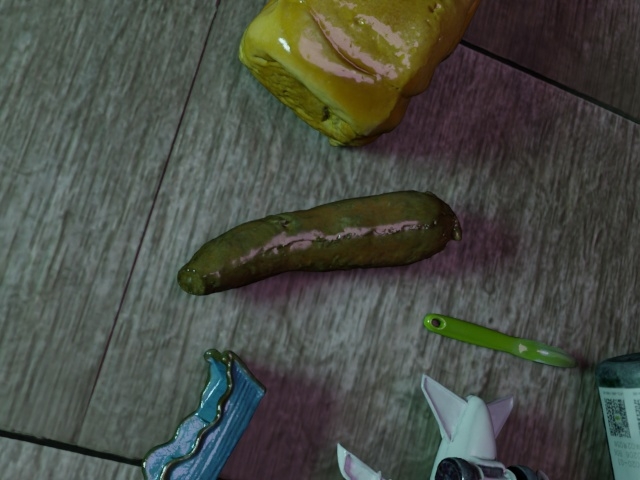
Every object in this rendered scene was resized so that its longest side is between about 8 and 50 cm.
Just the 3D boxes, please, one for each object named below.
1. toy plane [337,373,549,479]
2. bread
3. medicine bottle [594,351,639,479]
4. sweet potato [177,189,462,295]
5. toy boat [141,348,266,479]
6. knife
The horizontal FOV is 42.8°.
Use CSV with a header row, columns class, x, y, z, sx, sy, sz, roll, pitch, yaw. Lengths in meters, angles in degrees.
class,x,y,z,sx,sy,sz,roll,pitch,yaw
toy plane,0.122,0.257,0.735,0.251,0.101,0.255,17,76,-29
bread,0.064,-0.236,0.775,0.167,0.132,0.294,36,73,-5
medicine bottle,0.366,0.257,0.805,0.141,0.141,0.293,-6,83,-21
sweet potato,0.000,0.000,0.747,0.273,0.075,0.075,-9,85,-19
toy boat,-0.122,0.172,0.670,0.077,0.075,0.185,35,76,-15
knife,0.188,0.104,0.825,0.184,0.026,0.022,16,73,-14
